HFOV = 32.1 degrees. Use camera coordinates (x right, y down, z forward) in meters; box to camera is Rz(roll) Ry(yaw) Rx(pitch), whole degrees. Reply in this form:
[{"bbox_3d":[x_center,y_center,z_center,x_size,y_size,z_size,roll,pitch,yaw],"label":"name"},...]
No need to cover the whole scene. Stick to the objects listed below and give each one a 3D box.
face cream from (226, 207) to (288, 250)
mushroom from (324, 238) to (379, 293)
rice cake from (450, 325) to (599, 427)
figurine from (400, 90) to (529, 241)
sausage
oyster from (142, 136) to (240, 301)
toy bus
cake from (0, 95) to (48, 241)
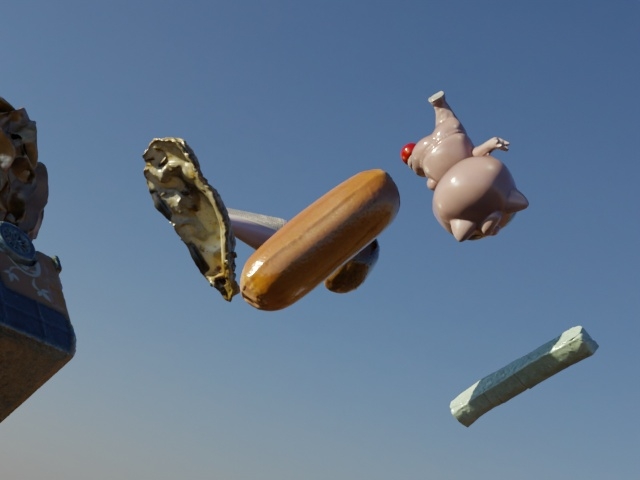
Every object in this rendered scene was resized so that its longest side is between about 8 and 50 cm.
[{"bbox_3d":[-0.156,-0.026,2.550,0.274,0.096,0.154,22,9,-16],"label":"face cream"},{"bbox_3d":[0.048,0.034,1.900,0.087,0.127,0.127,36,-16,5],"label":"mushroom"},{"bbox_3d":[0.298,0.202,1.652,0.245,0.042,0.045,-35,-72,25],"label":"rice cake"},{"bbox_3d":[0.255,-0.117,1.978,0.287,0.176,0.186,54,4,34],"label":"figurine"},{"bbox_3d":[0.000,0.000,1.583,0.105,0.274,0.105,45,-18,19],"label":"sausage"},{"bbox_3d":[-0.235,-0.041,2.123,0.129,0.345,0.078,-21,12,21],"label":"oyster"},{"bbox_3d":[-0.430,0.055,1.181,0.323,0.162,0.194,34,22,-45],"label":"toy bus"},{"bbox_3d":[-0.622,-0.108,1.866,0.321,0.332,0.332,43,-7,22],"label":"cake"}]
